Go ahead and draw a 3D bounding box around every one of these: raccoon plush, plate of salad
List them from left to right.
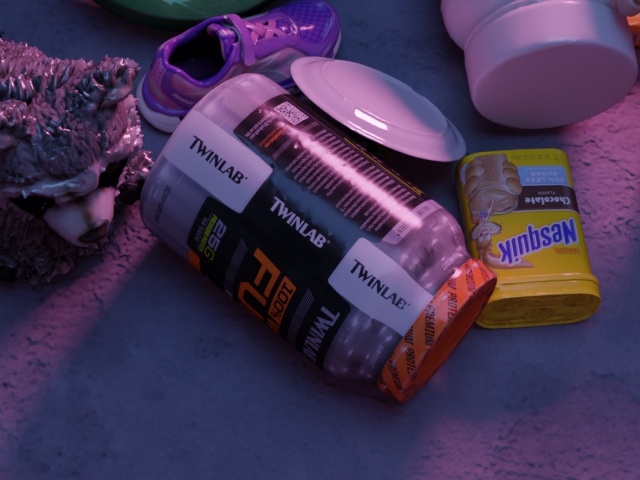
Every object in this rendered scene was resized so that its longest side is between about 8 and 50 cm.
[{"bbox_3d":[-0.333,-0.151,1.572,0.446,0.299,0.216,41,67,15],"label":"raccoon plush"},{"bbox_3d":[0.056,-0.128,1.693,0.200,0.048,0.200,23,24,-11],"label":"plate of salad"}]

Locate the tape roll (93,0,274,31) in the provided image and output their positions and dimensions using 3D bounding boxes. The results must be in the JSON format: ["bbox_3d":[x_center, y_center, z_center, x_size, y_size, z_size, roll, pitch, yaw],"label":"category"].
[{"bbox_3d":[-0.146,-0.386,1.766,0.321,0.077,0.321,0,87,-8],"label":"tape roll"}]

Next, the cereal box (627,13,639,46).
[{"bbox_3d":[0.380,-0.328,1.861,0.173,0.047,0.240,-2,64,-6],"label":"cereal box"}]

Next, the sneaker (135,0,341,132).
[{"bbox_3d":[-0.080,-0.197,1.726,0.236,0.104,0.095,-25,67,-17],"label":"sneaker"}]

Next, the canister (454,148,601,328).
[{"bbox_3d":[0.205,-0.004,1.671,0.126,0.073,0.170,-4,62,-7],"label":"canister"}]

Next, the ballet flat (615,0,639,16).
[{"bbox_3d":[0.369,-0.228,1.622,0.124,0.116,0.342,-41,91,-13],"label":"ballet flat"}]

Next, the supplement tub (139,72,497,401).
[{"bbox_3d":[0.000,0.000,1.584,0.316,0.193,0.193,37,66,14],"label":"supplement tub"}]

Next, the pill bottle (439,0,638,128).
[{"bbox_3d":[0.217,-0.314,1.754,0.204,0.204,0.361,-3,64,-6],"label":"pill bottle"}]
